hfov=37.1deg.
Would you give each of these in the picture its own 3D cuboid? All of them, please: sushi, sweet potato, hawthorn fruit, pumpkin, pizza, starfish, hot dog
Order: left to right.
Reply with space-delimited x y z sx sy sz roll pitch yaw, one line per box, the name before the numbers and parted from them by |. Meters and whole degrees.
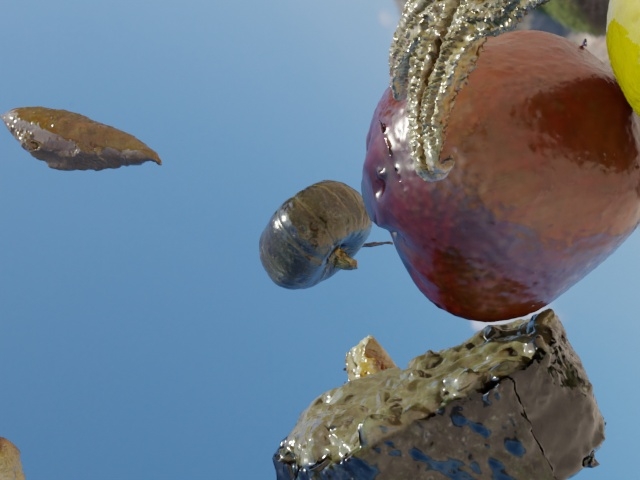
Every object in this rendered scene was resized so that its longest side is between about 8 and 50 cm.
hot dog | -0.408 0.334 1.229 0.078 0.061 0.169 -33 -71 -76
sweet potato | -0.256 -0.103 1.013 0.060 0.205 0.068 58 -134 -63
pumpkin | 0.000 0.000 1.647 0.162 0.219 0.219 45 -158 13
pizza | 0.126 0.292 1.339 0.336 0.086 0.226 65 -166 7
sushi | 0.125 0.205 1.002 0.211 0.350 0.171 -134 20 -76
starfish | 0.091 -0.154 0.541 0.043 0.227 0.241 8 -101 -24
hawthorn fruit | 0.191 -0.068 0.983 0.311 0.295 0.295 -4 -134 -14

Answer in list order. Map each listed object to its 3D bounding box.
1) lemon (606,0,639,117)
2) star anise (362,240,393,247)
lemon | 0.367 -0.183 0.815 0.263 0.236 0.236 19 -145 -24
star anise | 0.047 -0.024 1.819 0.190 0.097 0.070 9 -151 -6
